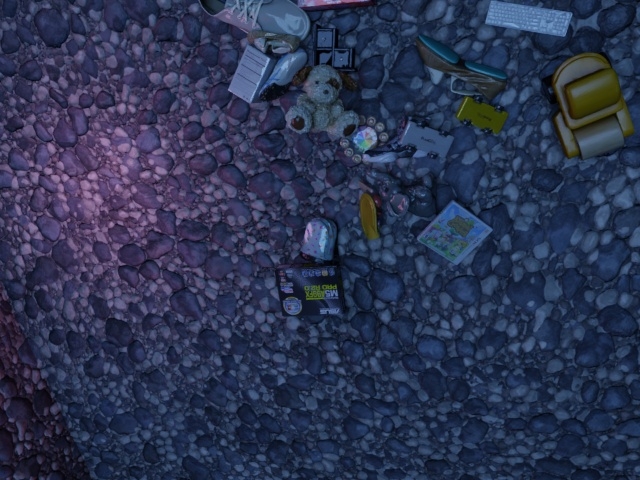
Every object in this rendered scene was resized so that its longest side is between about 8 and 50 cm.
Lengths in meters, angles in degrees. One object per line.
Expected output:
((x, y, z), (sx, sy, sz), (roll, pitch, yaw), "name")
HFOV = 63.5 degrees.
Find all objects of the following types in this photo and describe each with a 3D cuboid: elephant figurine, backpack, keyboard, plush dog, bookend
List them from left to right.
((0.000, 0.000, 2.027), (0.151, 0.115, 0.182), (16, 103, 18), "backpack")
((0.007, -0.502, 1.824), (0.262, 0.211, 0.226), (4, 115, -13), "plush dog")
((0.055, -0.680, 1.828), (0.157, 0.072, 0.157), (7, 108, 13), "bookend")
((0.298, -0.163, 1.892), (0.239, 0.169, 0.186), (-4, 68, 22), "elephant figurine")
((0.674, -0.721, 1.680), (0.255, 0.014, 0.072), (14, 110, 11), "keyboard")

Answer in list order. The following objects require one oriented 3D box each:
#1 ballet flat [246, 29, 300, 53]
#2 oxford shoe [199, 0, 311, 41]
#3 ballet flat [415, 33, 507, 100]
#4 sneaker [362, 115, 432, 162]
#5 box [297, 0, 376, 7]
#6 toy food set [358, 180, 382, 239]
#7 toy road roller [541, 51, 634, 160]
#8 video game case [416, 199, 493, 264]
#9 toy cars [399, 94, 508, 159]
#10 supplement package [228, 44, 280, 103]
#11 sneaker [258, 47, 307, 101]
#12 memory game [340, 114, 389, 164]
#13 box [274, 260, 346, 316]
((-0.174, -0.697, 1.828), (0.206, 0.073, 0.067), (9, 65, 17), "ballet flat")
((-0.251, -0.817, 1.840), (0.448, 0.130, 0.169), (24, 110, 5), "oxford shoe")
((0.456, -0.569, 1.748), (0.342, 0.116, 0.124), (25, 131, 2), "ballet flat")
((0.277, -0.366, 1.850), (0.268, 0.101, 0.153), (-7, 103, 8), "sneaker")
((0.056, -0.853, 1.745), (0.256, 0.128, 0.123), (1, 107, 15), "box")
((0.204, -0.114, 1.947), (0.071, 0.128, 0.218), (-12, 110, -19), "toy food set")
((0.838, -0.414, 1.607), (0.202, 0.240, 0.330), (-21, 100, 20), "toy road roller")
((0.492, -0.025, 1.891), (0.212, 0.023, 0.193), (30, 114, -24), "video game case")
((0.444, -0.393, 1.762), (0.393, 0.087, 0.177), (-24, 122, -3), "toy cars")
((-0.245, -0.613, 1.912), (0.105, 0.105, 0.179), (32, 111, 6), "supplement package")
((-0.143, -0.609, 1.897), (0.237, 0.085, 0.086), (-46, 54, 11), "sneaker")
((0.165, -0.374, 1.925), (0.186, 0.012, 0.186), (4, 107, 14), "memory game")
((-0.041, 0.202, 2.132), (0.269, 0.060, 0.217), (-3, 105, 16), "box")
